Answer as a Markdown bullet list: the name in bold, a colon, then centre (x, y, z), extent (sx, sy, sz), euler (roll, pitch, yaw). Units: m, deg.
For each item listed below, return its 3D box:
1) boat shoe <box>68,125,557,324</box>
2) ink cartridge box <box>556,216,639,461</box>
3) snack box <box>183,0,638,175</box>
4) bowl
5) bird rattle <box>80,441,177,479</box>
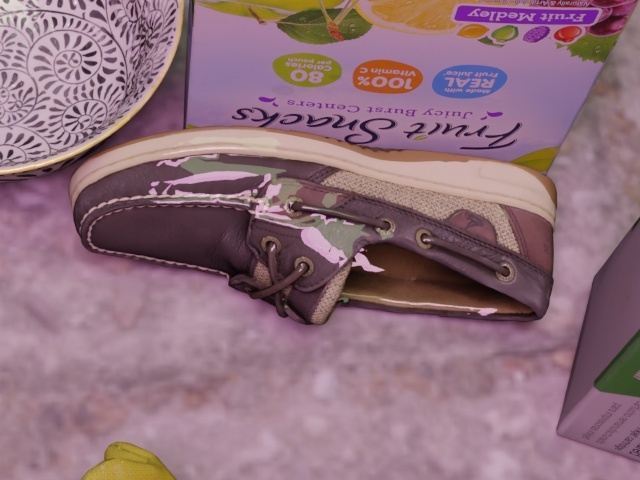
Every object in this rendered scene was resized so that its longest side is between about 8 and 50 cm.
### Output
- **boat shoe**: centre (0.000, 0.001, 0.680), extent (0.224, 0.080, 0.073), euler (3, 61, -11)
- **ink cartridge box**: centre (0.224, 0.057, 0.643), extent (0.208, 0.153, 0.086), euler (18, 66, 2)
- **snack box**: centre (0.030, -0.093, 0.655), extent (0.175, 0.207, 0.070), euler (3, 66, -5)
- **bowl**: centre (-0.146, -0.087, 0.697), extent (0.170, 0.080, 0.170), euler (1, 65, -2)
- **bird rattle**: centre (0.014, 0.165, 0.552), extent (0.254, 0.207, 0.143), euler (10, 83, 7)
